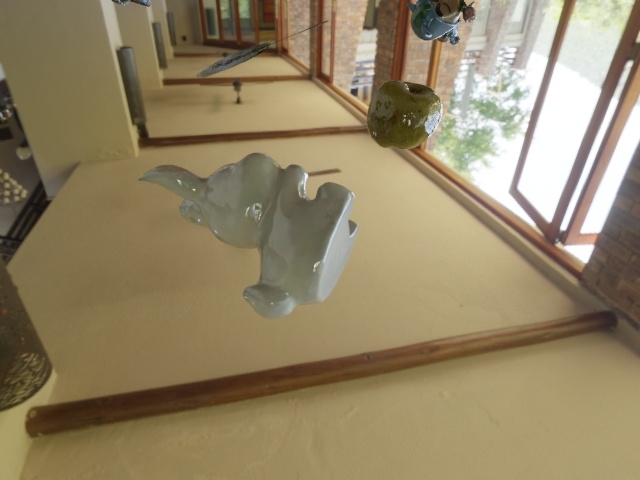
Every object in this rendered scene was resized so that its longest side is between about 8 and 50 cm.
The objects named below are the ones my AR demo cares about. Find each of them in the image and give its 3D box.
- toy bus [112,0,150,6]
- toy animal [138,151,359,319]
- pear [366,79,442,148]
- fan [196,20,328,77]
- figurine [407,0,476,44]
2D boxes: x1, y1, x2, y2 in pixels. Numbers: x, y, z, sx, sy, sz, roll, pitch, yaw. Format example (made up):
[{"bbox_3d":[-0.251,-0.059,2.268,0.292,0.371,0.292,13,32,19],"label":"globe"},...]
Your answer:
[{"bbox_3d":[-0.404,-0.518,0.686,0.138,0.175,0.287,21,-161,4],"label":"toy bus"},{"bbox_3d":[-0.124,-0.031,0.728,0.368,0.196,0.241,31,-110,18],"label":"toy animal"},{"bbox_3d":[0.261,-0.388,1.308,0.229,0.211,0.188,16,-143,-1],"label":"pear"},{"bbox_3d":[-0.173,-0.559,1.191,0.415,0.012,0.233,-21,-145,4],"label":"fan"},{"bbox_3d":[0.302,-0.537,0.985,0.145,0.114,0.178,-14,175,42],"label":"figurine"}]
